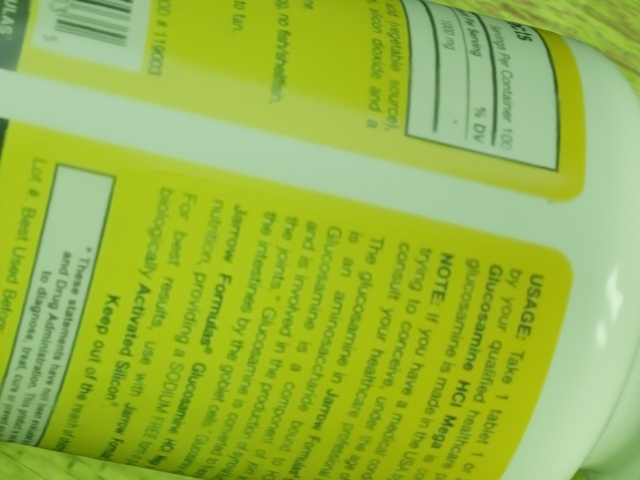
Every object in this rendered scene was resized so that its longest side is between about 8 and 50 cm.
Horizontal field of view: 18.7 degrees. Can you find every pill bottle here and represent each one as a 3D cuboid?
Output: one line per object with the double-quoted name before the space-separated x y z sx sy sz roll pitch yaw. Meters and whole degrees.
"pill bottle" 0.000 0.000 0.703 0.334 0.188 0.188 13 43 -11
